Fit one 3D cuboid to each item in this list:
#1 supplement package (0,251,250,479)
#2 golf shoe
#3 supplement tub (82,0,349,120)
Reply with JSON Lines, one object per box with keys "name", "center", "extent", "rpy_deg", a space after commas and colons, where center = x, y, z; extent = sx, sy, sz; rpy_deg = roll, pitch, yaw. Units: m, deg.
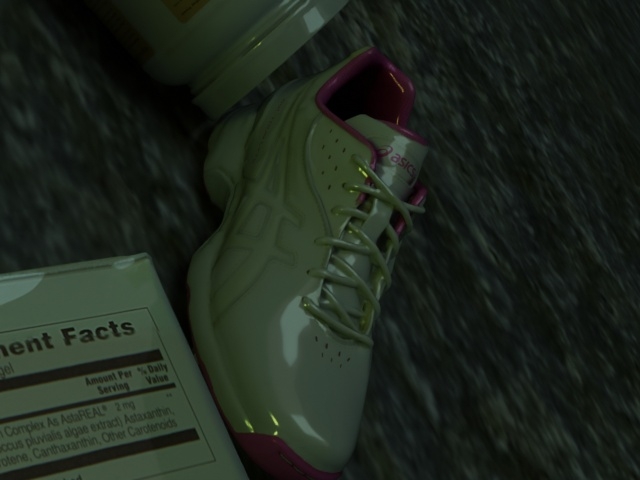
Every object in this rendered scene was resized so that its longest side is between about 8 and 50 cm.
{"name": "supplement package", "center": [-0.115, 0.173, 0.388], "extent": [0.198, 0.199, 0.263], "rpy_deg": [-9, 64, -41]}
{"name": "golf shoe", "center": [0.000, 0.000, 0.867], "extent": [0.115, 0.140, 0.306], "rpy_deg": [35, 34, -33]}
{"name": "supplement tub", "center": [-0.090, -0.190, 0.939], "extent": [0.200, 0.144, 0.144], "rpy_deg": [49, 28, -9]}
